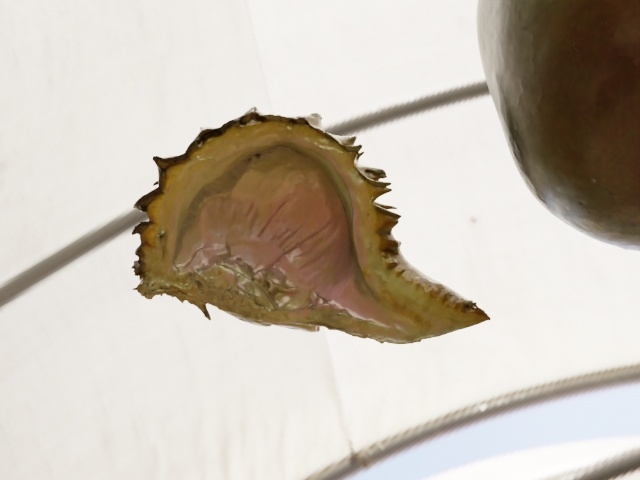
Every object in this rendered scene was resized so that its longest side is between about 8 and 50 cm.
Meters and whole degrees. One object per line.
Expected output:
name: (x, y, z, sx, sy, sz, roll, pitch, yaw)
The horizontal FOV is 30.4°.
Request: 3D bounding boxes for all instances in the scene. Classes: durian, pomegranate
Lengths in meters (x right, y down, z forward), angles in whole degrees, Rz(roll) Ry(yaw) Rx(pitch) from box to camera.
durian: (0.000, 0.009, 0.675, 0.140, 0.224, 0.078, -60, -25, -10)
pomegranate: (0.147, -0.062, 0.457, 0.180, 0.180, 0.210, -29, -36, -14)
